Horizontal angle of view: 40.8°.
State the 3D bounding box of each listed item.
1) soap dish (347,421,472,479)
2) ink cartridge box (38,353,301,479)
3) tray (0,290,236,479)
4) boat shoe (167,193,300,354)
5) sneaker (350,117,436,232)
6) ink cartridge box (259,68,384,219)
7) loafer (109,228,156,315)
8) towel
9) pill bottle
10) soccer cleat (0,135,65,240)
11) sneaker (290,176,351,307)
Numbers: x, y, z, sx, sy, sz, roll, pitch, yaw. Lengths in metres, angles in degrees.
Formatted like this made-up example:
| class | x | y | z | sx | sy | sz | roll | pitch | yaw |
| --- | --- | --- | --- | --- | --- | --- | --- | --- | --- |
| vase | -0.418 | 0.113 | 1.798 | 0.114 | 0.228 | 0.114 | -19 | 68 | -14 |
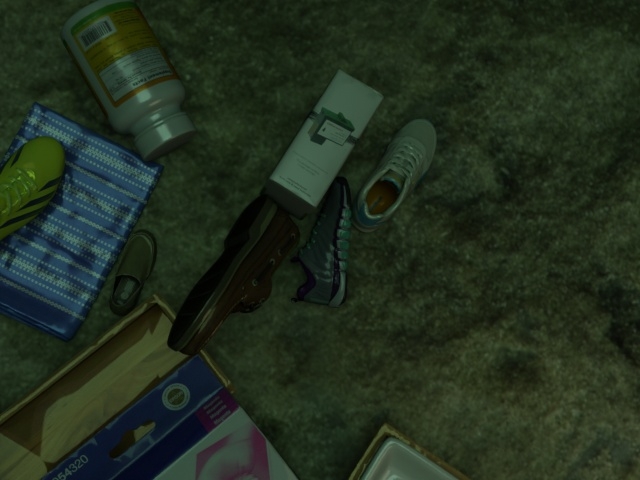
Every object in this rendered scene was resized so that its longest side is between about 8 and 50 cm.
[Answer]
| class | x | y | z | sx | sy | sz | roll | pitch | yaw |
| --- | --- | --- | --- | --- | --- | --- | --- | --- | --- |
| soap dish | 0.155 | 0.470 | 1.409 | 0.290 | 0.118 | 0.229 | 34 | 80 | -5 |
| ink cartridge box | -0.215 | 0.403 | 1.332 | 0.324 | 0.071 | 0.330 | -39 | 111 | -11 |
| tray | -0.358 | 0.288 | 1.366 | 0.411 | 0.076 | 0.203 | -39 | 91 | -11 |
| boat shoe | -0.125 | 0.069 | 1.383 | 0.104 | 0.110 | 0.307 | 43 | 62 | -21 |
| sneaker | 0.136 | -0.115 | 1.484 | 0.087 | 0.092 | 0.229 | 32 | 78 | -3 |
| ink cartridge box | 0.000 | -0.155 | 1.431 | 0.092 | 0.160 | 0.219 | 32 | 79 | -5 |
| loafer | -0.306 | 0.053 | 1.411 | 0.056 | 0.050 | 0.148 | 15 | 82 | -8 |
| towel | -0.439 | -0.031 | 1.404 | 0.243 | 0.040 | 0.336 | 27 | 80 | -7 |
| pill bottle | -0.305 | -0.260 | 1.402 | 0.136 | 0.136 | 0.246 | -30 | 90 | -11 |
| soccer cleat | -0.499 | -0.049 | 1.317 | 0.093 | 0.121 | 0.289 | 43 | 76 | -4 |
| sneaker | 0.000 | 0.000 | 1.454 | 0.098 | 0.083 | 0.224 | 4 | 85 | -4 |
